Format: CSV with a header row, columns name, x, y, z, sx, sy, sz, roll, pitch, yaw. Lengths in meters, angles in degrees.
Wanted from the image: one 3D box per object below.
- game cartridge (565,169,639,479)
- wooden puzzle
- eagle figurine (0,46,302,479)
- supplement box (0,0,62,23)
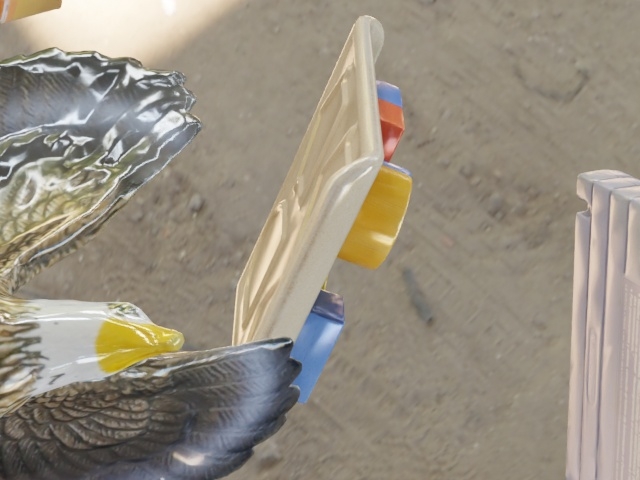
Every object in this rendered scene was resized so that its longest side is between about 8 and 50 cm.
name,x,y,z,sx,sy,sz,roll,pitch,yaw
game cartridge,0.295,0.131,1.289,0.068,0.230,0.355,-5,106,-18
wooden puzzle,0.000,0.000,1.282,0.080,0.322,0.348,22,28,-7
eagle figurine,-0.146,0.043,0.618,0.225,0.226,0.298,27,16,12
supplement box,-0.272,-0.239,1.229,0.080,0.233,0.078,16,102,0
